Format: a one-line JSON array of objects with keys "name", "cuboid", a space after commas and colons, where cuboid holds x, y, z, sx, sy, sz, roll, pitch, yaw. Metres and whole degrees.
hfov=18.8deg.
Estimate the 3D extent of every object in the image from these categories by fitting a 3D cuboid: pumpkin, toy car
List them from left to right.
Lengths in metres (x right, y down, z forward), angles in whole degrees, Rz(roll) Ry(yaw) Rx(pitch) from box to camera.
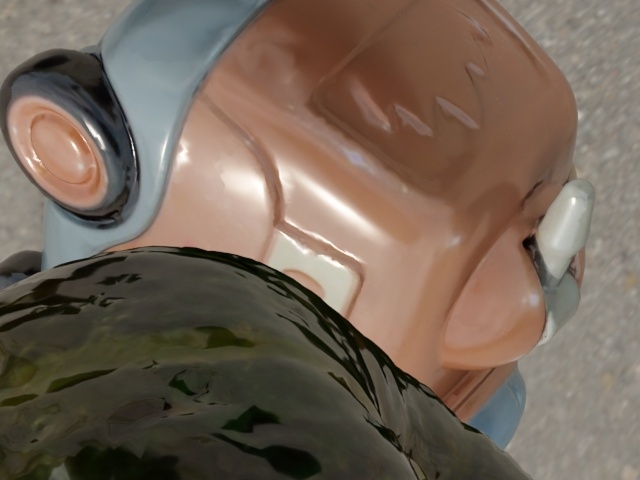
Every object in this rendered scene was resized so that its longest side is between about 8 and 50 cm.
[{"name": "pumpkin", "cuboid": [-0.024, 0.125, 0.441, 0.189, 0.260, 0.260, -42, 88, 5]}, {"name": "toy car", "cuboid": [0.000, 0.000, 0.789, 0.212, 0.180, 0.270, 37, 143, 14]}]
